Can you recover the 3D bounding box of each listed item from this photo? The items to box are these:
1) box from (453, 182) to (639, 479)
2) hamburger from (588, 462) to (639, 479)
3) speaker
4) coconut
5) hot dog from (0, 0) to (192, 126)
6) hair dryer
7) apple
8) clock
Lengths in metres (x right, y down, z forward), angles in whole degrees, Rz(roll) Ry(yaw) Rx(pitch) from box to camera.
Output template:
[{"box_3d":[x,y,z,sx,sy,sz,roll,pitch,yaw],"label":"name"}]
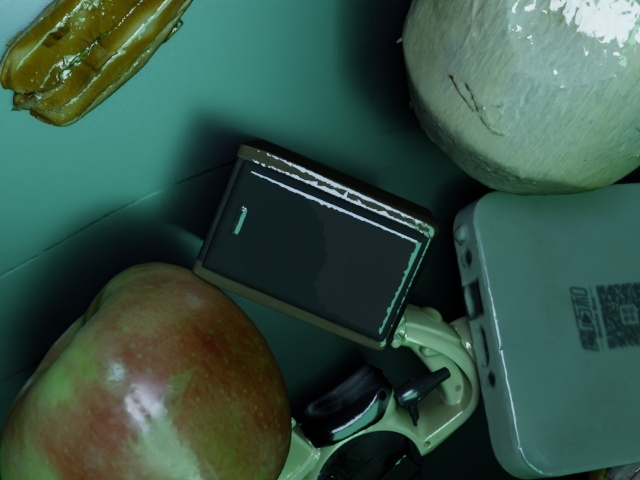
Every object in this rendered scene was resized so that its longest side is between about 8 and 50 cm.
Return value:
[{"box_3d":[0.373,0.107,1.088,0.373,0.090,0.367,-4,75,-16],"label":"box"},{"box_3d":[0.529,0.354,1.243,0.276,0.237,0.276,-10,119,-18],"label":"hamburger"},{"box_3d":[0.000,0.000,0.928,0.231,0.192,0.153,23,98,2],"label":"speaker"},{"box_3d":[0.276,-0.244,0.899,0.346,0.346,0.360,9,139,-22],"label":"coconut"},{"box_3d":[-0.227,-0.226,0.872,0.269,0.072,0.109,-42,117,-1],"label":"hot dog"},{"box_3d":[0.129,0.202,1.044,0.079,0.031,0.083,-23,135,-19],"label":"hair dryer"},{"box_3d":[-0.176,0.202,0.887,0.277,0.319,0.319,40,91,-12],"label":"apple"},{"box_3d":[0.094,0.211,1.105,0.379,0.120,0.276,-47,119,0],"label":"clock"}]
